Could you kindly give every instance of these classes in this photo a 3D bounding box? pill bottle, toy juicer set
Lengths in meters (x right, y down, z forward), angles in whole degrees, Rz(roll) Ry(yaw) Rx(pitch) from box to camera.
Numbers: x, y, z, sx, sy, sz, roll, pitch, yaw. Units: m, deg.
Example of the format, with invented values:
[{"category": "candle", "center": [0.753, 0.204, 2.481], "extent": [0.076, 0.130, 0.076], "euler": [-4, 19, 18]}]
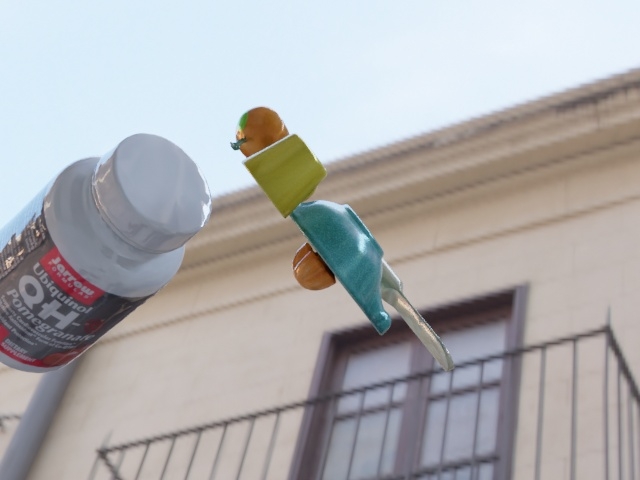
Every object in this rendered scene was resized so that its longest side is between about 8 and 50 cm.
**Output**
[{"category": "pill bottle", "center": [-0.267, 0.012, 1.677], "extent": [0.176, 0.176, 0.318], "euler": [39, -50, -16]}, {"category": "toy juicer set", "center": [0.000, 0.000, 1.522], "extent": [0.089, 0.209, 0.329], "euler": [-38, -57, -1]}]
